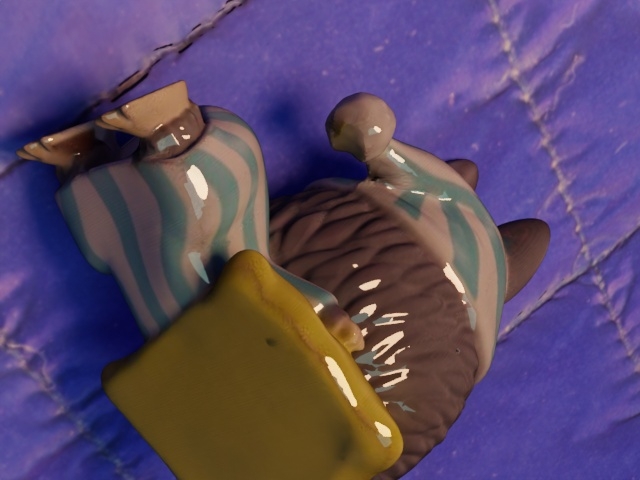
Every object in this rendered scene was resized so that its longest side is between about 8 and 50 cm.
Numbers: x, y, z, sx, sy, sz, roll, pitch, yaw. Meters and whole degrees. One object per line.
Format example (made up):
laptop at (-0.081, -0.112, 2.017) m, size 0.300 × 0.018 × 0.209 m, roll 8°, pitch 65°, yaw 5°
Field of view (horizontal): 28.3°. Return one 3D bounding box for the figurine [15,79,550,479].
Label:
figurine at (0.000, 0.000, 1.043) m, size 0.378 × 0.266 × 0.361 m, roll -40°, pitch 109°, yaw -47°
